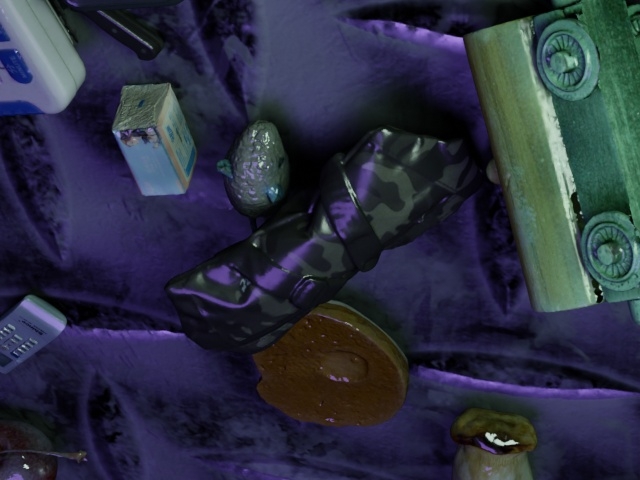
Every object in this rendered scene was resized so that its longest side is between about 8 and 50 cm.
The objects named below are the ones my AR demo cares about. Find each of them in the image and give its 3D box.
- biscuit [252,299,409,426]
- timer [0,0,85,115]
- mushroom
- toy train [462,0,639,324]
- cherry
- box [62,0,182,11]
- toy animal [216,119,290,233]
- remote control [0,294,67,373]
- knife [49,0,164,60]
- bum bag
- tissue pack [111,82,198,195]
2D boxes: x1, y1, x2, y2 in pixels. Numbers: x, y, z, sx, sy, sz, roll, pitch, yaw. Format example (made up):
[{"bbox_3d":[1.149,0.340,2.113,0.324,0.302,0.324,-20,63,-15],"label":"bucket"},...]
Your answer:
[{"bbox_3d":[0.011,0.130,1.950,0.181,0.049,0.208,5,138,16],"label":"biscuit"},{"bbox_3d":[-0.337,-0.229,1.649,0.178,0.078,0.253,2,136,34],"label":"timer"},{"bbox_3d":[0.202,0.301,2.047,0.100,0.081,0.312,12,141,17],"label":"mushroom"},{"bbox_3d":[0.229,-0.073,1.510,0.189,0.126,0.307,-10,96,58],"label":"toy train"},{"bbox_3d":[-0.364,0.291,2.230,0.188,0.115,0.148,4,119,10],"label":"cherry"},{"bbox_3d":[-0.186,-0.295,1.518,0.144,0.090,0.201,0,137,22],"label":"box"},{"bbox_3d":[-0.061,-0.028,1.778,0.070,0.079,0.253,14,140,13],"label":"toy animal"},{"bbox_3d":[-0.357,0.110,2.087,0.061,0.029,0.162,37,141,-18],"label":"remote control"},{"bbox_3d":[-0.261,-0.236,1.672,0.245,0.019,0.072,34,142,-13],"label":"knife"},{"bbox_3d":[0.000,0.000,1.694,0.340,0.095,0.144,-35,140,18],"label":"bum bag"},{"bbox_3d":[-0.162,-0.098,1.744,0.058,0.074,0.094,-5,133,16],"label":"tissue pack"}]
